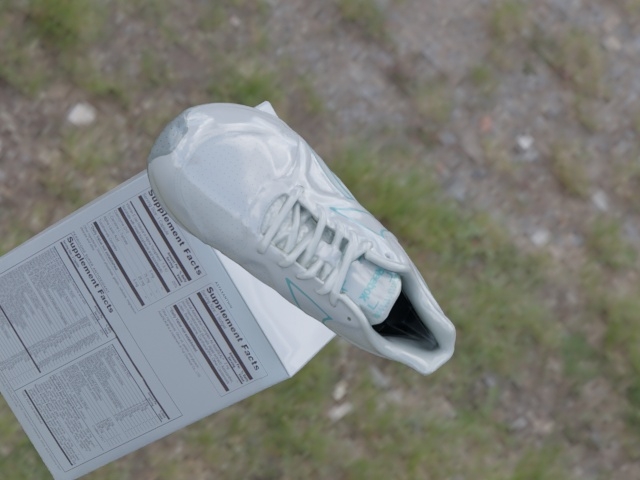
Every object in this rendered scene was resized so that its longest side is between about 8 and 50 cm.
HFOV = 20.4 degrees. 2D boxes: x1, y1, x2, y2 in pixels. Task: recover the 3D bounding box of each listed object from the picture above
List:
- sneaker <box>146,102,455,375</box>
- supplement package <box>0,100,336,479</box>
[{"bbox_3d":[0.000,0.000,0.657,0.152,0.053,0.061,37,0,-38],"label":"sneaker"},{"bbox_3d":[-0.133,0.045,1.517,0.198,0.263,0.199,59,31,-5],"label":"supplement package"}]
